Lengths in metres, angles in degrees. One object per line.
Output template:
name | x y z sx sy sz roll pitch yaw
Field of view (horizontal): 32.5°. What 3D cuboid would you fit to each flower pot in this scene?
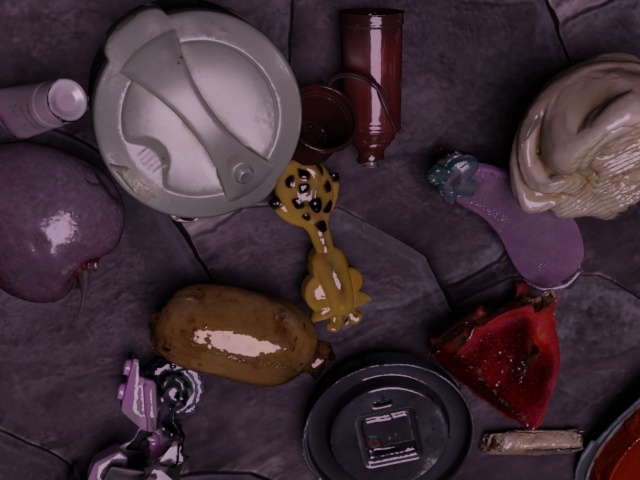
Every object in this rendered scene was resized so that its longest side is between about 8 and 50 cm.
flower pot | -0.010 -0.157 1.578 0.111 0.089 0.111 8 65 -17

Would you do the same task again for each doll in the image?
doll | 0.000 0.000 1.665 0.117 0.086 0.291 -21 108 -10

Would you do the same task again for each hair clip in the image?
hair clip | 0.305 -0.038 1.727 0.358 0.095 0.110 38 74 -24

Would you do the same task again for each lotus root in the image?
lotus root | -0.114 0.141 1.639 0.284 0.160 0.146 18 101 -9

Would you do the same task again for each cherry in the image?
cherry | -0.380 -0.025 1.516 0.213 0.183 0.266 -44 106 6

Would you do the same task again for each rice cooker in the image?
rice cooker | -0.174 -0.185 1.466 0.288 0.277 0.288 -3 106 -12

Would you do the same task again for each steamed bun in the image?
steamed bun | 0.412 -0.178 1.636 0.280 0.207 0.268 4 143 -36

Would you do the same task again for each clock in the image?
clock | 0.107 0.306 1.777 0.280 0.055 0.281 -1 114 -3

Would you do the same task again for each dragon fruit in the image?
dragon fruit | 0.296 0.160 1.771 0.211 0.134 0.262 -47 127 -8

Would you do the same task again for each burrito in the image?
burrito | 0.365 0.346 1.883 0.185 0.041 0.045 3 65 -13

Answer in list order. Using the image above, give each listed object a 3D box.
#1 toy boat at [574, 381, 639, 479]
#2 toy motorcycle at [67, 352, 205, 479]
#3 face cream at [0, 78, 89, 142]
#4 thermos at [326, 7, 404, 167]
toy boat | 0.562 0.319 1.880 0.145 0.133 0.332 32 108 -25
toy motorcycle | -0.294 0.328 1.673 0.188 0.143 0.327 12 97 -16
face cream | -0.385 -0.174 1.453 0.058 0.243 0.092 -44 114 -29
thermos | 0.078 -0.221 1.613 0.124 0.099 0.232 -23 118 -47
